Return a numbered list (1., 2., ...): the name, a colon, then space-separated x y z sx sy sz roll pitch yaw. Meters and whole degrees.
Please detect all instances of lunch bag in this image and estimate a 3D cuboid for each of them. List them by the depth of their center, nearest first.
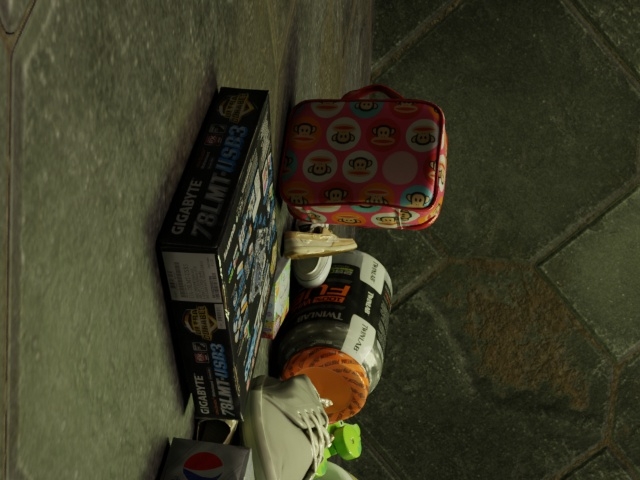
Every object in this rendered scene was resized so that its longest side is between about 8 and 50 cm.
1. lunch bag: 0.079 -0.157 1.728 0.120 0.293 0.258 63 33 -69

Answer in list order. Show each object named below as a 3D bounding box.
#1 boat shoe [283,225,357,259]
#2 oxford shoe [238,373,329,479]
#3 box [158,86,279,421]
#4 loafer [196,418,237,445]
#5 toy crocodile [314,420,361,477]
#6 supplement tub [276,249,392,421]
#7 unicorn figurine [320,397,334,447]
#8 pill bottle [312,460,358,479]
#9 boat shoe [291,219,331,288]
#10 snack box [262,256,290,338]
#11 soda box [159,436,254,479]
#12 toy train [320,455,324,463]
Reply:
1. boat shoe: 0.000 0.000 1.854 0.170 0.063 0.059 -4 79 -42
2. oxford shoe: -0.051 0.288 1.415 0.449 0.130 0.169 -93 -177 -85
3. box: -0.110 0.015 1.177 0.295 0.074 0.293 -79 172 -46
4. loafer: -0.128 0.224 1.241 0.050 0.056 0.147 94 2 -77
5. toy crocodile: -0.022 0.389 1.820 0.341 0.115 0.105 -4 72 -61
6. supplement tub: 0.029 0.184 1.920 0.338 0.207 0.207 -76 169 -55
7. unicorn figurine: -0.031 0.314 1.682 0.111 0.060 0.161 -12 86 -43
8. pill bottle: 0.008 0.572 2.053 0.334 0.188 0.187 66 30 -70
9. boat shoe: -0.025 -0.011 1.938 0.075 0.083 0.226 64 20 -46
10. snack box: -0.080 0.095 1.638 0.141 0.037 0.100 -64 157 -72
11. soda box: -0.129 0.360 1.162 0.091 0.098 0.286 -77 170 -46
12. toy train: -0.080 0.395 1.643 0.046 0.166 0.125 45 -8 41
